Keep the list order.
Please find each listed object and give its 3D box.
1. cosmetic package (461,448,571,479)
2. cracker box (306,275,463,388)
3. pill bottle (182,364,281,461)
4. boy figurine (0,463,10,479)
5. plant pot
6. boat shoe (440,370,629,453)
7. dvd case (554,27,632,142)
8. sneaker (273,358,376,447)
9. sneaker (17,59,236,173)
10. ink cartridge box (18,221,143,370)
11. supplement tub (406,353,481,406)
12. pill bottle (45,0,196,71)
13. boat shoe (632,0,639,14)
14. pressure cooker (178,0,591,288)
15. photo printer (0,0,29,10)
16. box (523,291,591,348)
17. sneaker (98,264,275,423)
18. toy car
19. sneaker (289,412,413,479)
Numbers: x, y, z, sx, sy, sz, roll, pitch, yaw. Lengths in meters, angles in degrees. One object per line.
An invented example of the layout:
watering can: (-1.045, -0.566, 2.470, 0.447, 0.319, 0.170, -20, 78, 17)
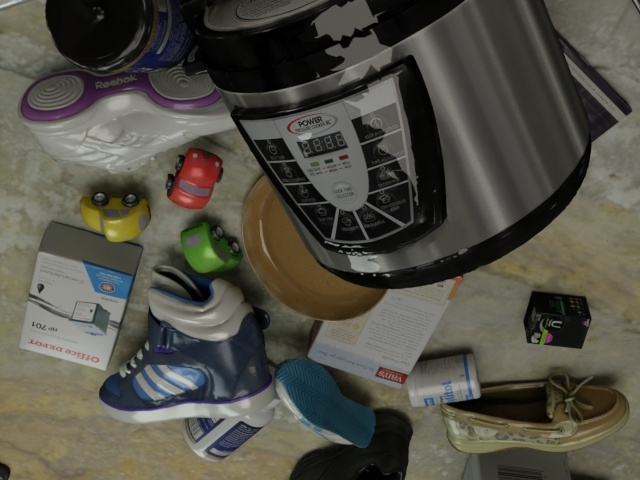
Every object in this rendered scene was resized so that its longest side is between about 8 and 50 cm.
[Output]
cosmetic package: (0.295, 0.576, 1.785, 0.161, 0.230, 0.453, 8, 126, -4)
cracker box: (0.091, 0.097, 1.556, 0.155, 0.067, 0.232, 19, 123, -9)
pill bottle: (-0.131, 0.267, 1.669, 0.094, 0.094, 0.169, 37, 119, -21)
boy figurine: (-0.589, 0.483, 1.728, 0.092, 0.285, 0.177, 13, 121, -6)
plant pot: (0.000, 0.000, 1.467, 0.236, 0.032, 0.236, 11, 117, 23)
boat shoe: (0.329, 0.264, 1.640, 0.285, 0.104, 0.089, -12, 126, 12)
dvd case: (0.270, -0.156, 1.400, 0.164, 0.018, 0.221, 39, 119, -21)
sneaker: (-0.010, 0.253, 1.633, 0.092, 0.087, 0.229, 1, 147, 40)
sneaker: (-0.227, -0.161, 1.385, 0.305, 0.114, 0.152, -4, 146, 4)
ink cartridge box: (-0.353, 0.084, 1.560, 0.139, 0.082, 0.191, 16, 123, -8)
supplement tub: (0.189, 0.215, 1.632, 0.107, 0.071, 0.071, -11, 124, 10)
pill bottle: (-0.212, -0.254, 1.221, 0.122, 0.219, 0.123, 2, 99, 14)
boat shoe: (0.437, -0.267, 1.302, 0.065, 0.075, 0.206, 9, 148, 52)
pressure cooker: (0.064, -0.204, 1.168, 0.370, 0.375, 0.420, -34, 118, -11)
photo printer: (-0.417, -0.382, 1.219, 0.307, 0.107, 0.256, -15, 123, 14)
box: (0.349, 0.118, 1.567, 0.083, 0.052, 0.062, 7, 126, -3)
sneaker: (-0.225, 0.140, 1.569, 0.322, 0.130, 0.236, -5, 112, 33)
toy car: (-0.188, -0.013, 1.470, 0.239, 0.053, 0.225, -20, 136, 28)
sneaker: (0.037, 0.400, 1.734, 0.109, 0.130, 0.286, 31, 122, -20)
